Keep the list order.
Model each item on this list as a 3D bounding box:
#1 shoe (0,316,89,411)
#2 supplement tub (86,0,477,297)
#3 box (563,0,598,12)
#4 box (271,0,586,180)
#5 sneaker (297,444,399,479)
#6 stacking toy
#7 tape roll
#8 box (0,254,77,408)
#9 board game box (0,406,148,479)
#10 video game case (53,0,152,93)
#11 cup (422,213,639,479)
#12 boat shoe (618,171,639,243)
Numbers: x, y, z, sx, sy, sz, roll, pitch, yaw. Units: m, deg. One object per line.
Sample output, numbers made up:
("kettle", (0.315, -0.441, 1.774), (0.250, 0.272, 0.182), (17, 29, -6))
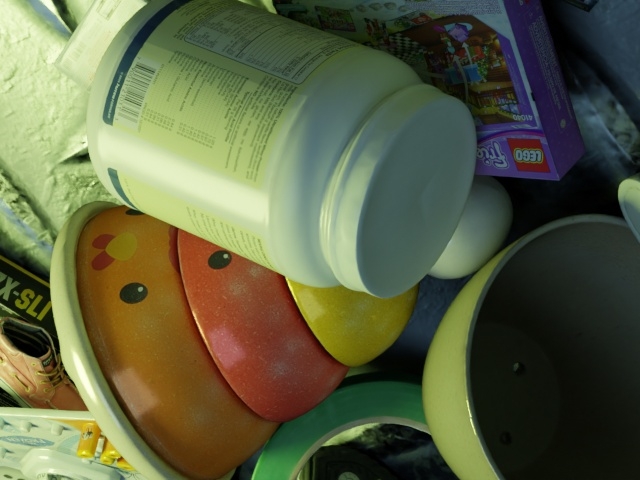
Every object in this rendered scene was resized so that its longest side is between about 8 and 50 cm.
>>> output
("shoe", (-0.342, 0.169, 2.084), (0.178, 0.063, 0.081), (38, 135, -3))
("supplement tub", (-0.038, -0.094, 1.626), (0.324, 0.235, 0.235), (24, 134, 30))
("box", (0.160, -0.288, 1.529), (0.233, 0.159, 0.044), (24, 87, 1))
("box", (0.104, -0.165, 1.666), (0.293, 0.057, 0.201), (7, 129, 42))
("sneaker", (0.084, 0.424, 2.129), (0.385, 0.145, 0.147), (51, 140, -9))
("stacking toy", (-0.016, 0.039, 1.815), (0.479, 0.351, 0.351), (-25, 113, 17))
("tape roll", (0.077, 0.317, 1.975), (0.321, 0.077, 0.321), (0, 95, 3))
("box", (-0.445, 0.130, 2.195), (0.322, 0.079, 0.257), (30, 134, 1))
("board game box", (-0.329, 0.315, 2.186), (0.390, 0.050, 0.390), (-1, 151, 25))
("video game case", (-0.205, -0.201, 1.863), (0.143, 0.019, 0.157), (37, 131, -5))
("cup", (0.236, 0.154, 1.763), (0.331, 0.331, 0.237), (45, 155, -12))
("boat shoe", (0.412, 0.048, 1.670), (0.305, 0.091, 0.109), (58, 161, -5))
